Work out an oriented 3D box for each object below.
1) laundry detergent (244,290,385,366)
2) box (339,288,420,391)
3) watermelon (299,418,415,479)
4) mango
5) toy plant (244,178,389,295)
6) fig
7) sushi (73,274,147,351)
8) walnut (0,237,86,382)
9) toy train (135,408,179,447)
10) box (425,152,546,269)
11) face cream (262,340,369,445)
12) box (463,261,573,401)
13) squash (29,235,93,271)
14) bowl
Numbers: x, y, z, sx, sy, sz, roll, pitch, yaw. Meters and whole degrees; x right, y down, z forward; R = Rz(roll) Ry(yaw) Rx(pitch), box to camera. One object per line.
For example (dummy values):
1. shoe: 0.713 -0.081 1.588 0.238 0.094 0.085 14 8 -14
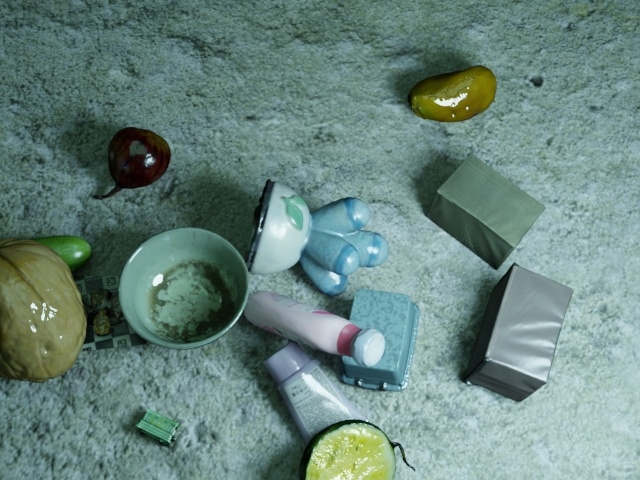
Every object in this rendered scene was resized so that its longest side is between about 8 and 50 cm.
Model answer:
1. laundry detergent: -0.011 0.191 1.725 0.335 0.159 0.087 16 90 38
2. box: 0.134 0.223 1.810 0.162 0.130 0.227 7 65 14
3. watermelon: 0.053 0.475 1.681 0.232 0.127 0.204 -36 106 -17
4. mango: 0.353 -0.388 2.098 0.249 0.156 0.151 -11 68 -13
5. toy plant: 0.000 0.000 1.865 0.332 0.247 0.247 14 65 -7
6. fig: -0.453 -0.189 1.931 0.148 0.149 0.202 21 69 -2
7. sushi: -0.510 0.159 1.824 0.210 0.040 0.192 -3 66 -7
8. walnut: -0.640 0.154 1.677 0.277 0.313 0.252 0 30 13
9. toy train: -0.356 0.411 1.727 0.093 0.038 0.056 25 59 6
10. box: 0.408 -0.073 1.963 0.231 0.149 0.155 38 67 11
11. face cream: -0.016 0.356 1.766 0.154 0.096 0.273 -33 85 -21
12. box: 0.454 0.218 1.815 0.153 0.188 0.252 23 63 5
13. squash: -0.720 0.055 1.819 0.379 0.101 0.101 -13 67 -9
14. bowl: -0.306 0.126 1.802 0.289 0.146 0.289 2 67 -4
